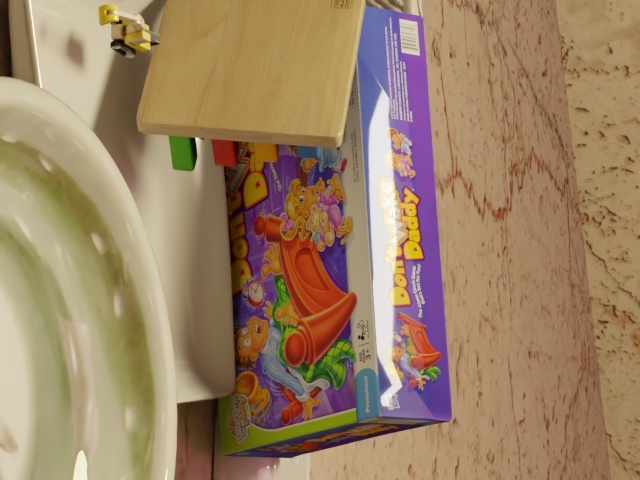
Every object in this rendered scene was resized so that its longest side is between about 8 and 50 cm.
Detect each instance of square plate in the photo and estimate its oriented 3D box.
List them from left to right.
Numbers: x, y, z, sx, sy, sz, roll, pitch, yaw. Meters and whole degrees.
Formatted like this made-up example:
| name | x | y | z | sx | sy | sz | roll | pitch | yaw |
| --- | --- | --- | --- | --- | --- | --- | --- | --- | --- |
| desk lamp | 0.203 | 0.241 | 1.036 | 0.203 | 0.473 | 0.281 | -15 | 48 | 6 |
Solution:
| name | x | y | z | sx | sy | sz | roll | pitch | yaw |
| --- | --- | --- | --- | --- | --- | --- | --- | --- | --- |
| square plate | -0.157 | -0.037 | 1.566 | 0.344 | 0.049 | 0.347 | -1 | 86 | -72 |

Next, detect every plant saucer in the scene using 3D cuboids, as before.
| name | x | y | z | sx | sy | sz | roll | pitch | yaw |
| --- | --- | --- | --- | --- | --- | --- | --- | --- | --- |
| plant saucer | -0.219 | 0.099 | 1.253 | 0.400 | 0.100 | 0.400 | -4 | 90 | -68 |

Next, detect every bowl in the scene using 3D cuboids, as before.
| name | x | y | z | sx | sy | sz | roll | pitch | yaw |
| --- | --- | --- | --- | --- | --- | --- | --- | --- | --- |
| bowl | -0.048 | 0.191 | 1.825 | 0.142 | 0.053 | 0.142 | 51 | 37 | -60 |

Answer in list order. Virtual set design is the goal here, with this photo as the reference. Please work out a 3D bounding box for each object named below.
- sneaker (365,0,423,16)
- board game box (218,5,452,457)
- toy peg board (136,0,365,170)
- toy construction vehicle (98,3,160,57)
| name | x | y | z | sx | sy | sz | roll | pitch | yaw |
| --- | --- | --- | --- | --- | --- | --- | --- | --- | --- |
| sneaker | 0.048 | -0.259 | 1.987 | 0.321 | 0.126 | 0.127 | 105 | -7 | -53 |
| board game box | 0.000 | 0.000 | 1.703 | 0.078 | 0.233 | 0.347 | 6 | 73 | -35 |
| toy peg board | -0.052 | -0.125 | 1.599 | 0.079 | 0.161 | 0.161 | 86 | 11 | -53 |
| toy construction vehicle | -0.144 | -0.189 | 1.512 | 0.098 | 0.035 | 0.086 | 32 | 54 | -66 |
